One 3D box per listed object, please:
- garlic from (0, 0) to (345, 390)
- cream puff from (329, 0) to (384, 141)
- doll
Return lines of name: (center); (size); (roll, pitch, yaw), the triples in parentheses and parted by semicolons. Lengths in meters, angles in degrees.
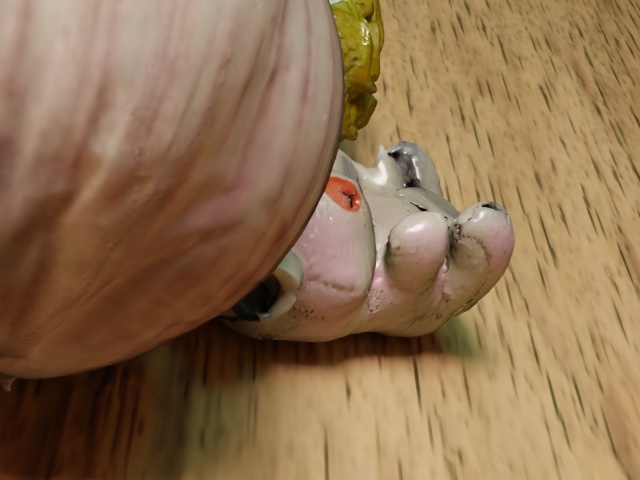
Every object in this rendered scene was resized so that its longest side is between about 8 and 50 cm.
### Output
garlic: (-0.135, -0.066, 0.711); (0.317, 0.259, 0.317); (13, 11, -3)
cream puff: (-0.025, -0.107, 1.087); (0.156, 0.121, 0.156); (-7, 56, 11)
doll: (0.000, 0.000, 0.888); (0.192, 0.095, 0.149); (3, 23, -31)
